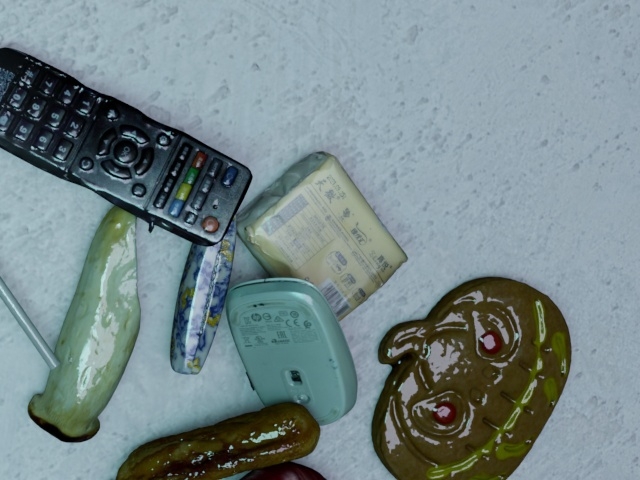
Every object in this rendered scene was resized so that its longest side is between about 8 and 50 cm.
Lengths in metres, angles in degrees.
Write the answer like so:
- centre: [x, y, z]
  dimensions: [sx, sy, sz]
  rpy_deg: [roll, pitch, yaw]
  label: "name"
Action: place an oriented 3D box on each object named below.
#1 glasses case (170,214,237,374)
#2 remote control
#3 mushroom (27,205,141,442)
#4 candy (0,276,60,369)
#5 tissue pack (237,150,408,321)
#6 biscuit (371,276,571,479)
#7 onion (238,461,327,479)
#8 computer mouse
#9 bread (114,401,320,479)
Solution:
- centre: [-0.170, 0.071, 1.385]
  dimensions: [0.065, 0.087, 0.248]
  rpy_deg: [12, 90, -19]
  label: "glasses case"
- centre: [-0.294, -0.121, 1.284]
  dimensions: [0.398, 0.062, 0.145]
  rpy_deg: [27, 76, -12]
  label: "remote control"
- centre: [-0.307, 0.120, 1.338]
  dimensions: [0.107, 0.087, 0.333]
  rpy_deg: [22, 87, -22]
  label: "mushroom"
- centre: [-0.442, 0.016, 1.242]
  dimensions: [0.124, 0.124, 0.365]
  rpy_deg: [-35, 106, -15]
  label: "candy"
- centre: [0.000, 0.000, 1.443]
  dimensions: [0.186, 0.090, 0.222]
  rpy_deg: [-43, 109, -9]
  label: "tissue pack"
- centre: [0.247, 0.242, 1.589]
  dimensions: [0.350, 0.070, 0.394]
  rpy_deg: [29, 86, -23]
  label: "biscuit"
- centre: [-0.081, 0.467, 1.433]
  dimensions: [0.273, 0.285, 0.273]
  rpy_deg: [23, 61, -51]
  label: "onion"
- centre: [-0.034, 0.157, 1.412]
  dimensions: [0.159, 0.097, 0.288]
  rpy_deg: [-6, 123, 19]
  label: "computer mouse"
- centre: [-0.169, 0.309, 1.385]
  dimensions: [0.344, 0.124, 0.084]
  rpy_deg: [-16, 80, 3]
  label: "bread"
